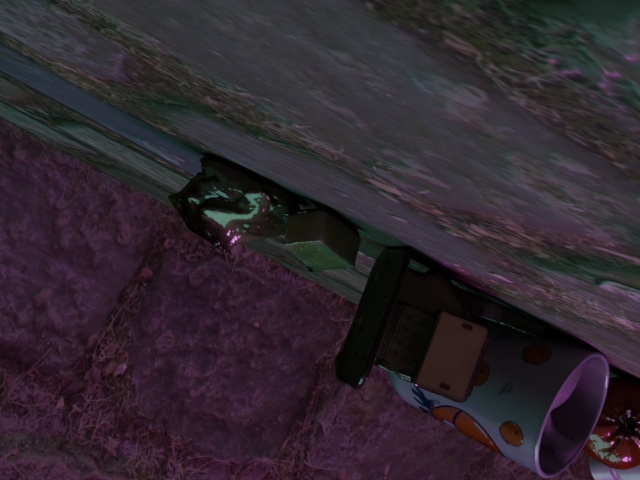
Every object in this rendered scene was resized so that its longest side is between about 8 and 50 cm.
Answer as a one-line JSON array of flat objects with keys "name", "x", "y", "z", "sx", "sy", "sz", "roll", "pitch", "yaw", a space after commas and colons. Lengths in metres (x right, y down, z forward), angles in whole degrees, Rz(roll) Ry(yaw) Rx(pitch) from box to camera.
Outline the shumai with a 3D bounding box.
[{"name": "shumai", "x": -0.129, "y": -0.042, "z": 1.947, "sx": 0.201, "sy": 0.120, "sz": 0.201, "roll": 29, "pitch": 174, "yaw": 3}]

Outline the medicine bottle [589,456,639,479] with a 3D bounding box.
[{"name": "medicine bottle", "x": 0.592, "y": 0.376, "z": 2.216, "sx": 0.260, "sy": 0.095, "sz": 0.095, "roll": -11, "pitch": 151, "yaw": 39}]

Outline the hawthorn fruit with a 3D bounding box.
[{"name": "hawthorn fruit", "x": 0.507, "y": 0.292, "z": 2.213, "sx": 0.165, "sy": 0.165, "sz": 0.285, "roll": 26, "pitch": -169, "yaw": 5}]

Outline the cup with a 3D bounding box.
[{"name": "cup", "x": 0.274, "y": 0.217, "z": 2.081, "sx": 0.317, "sy": 0.212, "sz": 0.212, "roll": 25, "pitch": 175, "yaw": 34}]

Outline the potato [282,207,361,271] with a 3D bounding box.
[{"name": "potato", "x": -0.001, "y": -0.001, "z": 1.896, "sx": 0.086, "sy": 0.061, "sz": 0.122, "roll": -9, "pitch": 155, "yaw": 25}]

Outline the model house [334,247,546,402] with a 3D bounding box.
[{"name": "model house", "x": 0.192, "y": 0.159, "z": 1.930, "sx": 0.279, "sy": 0.218, "sz": 0.205, "roll": 22, "pitch": 177, "yaw": -7}]
